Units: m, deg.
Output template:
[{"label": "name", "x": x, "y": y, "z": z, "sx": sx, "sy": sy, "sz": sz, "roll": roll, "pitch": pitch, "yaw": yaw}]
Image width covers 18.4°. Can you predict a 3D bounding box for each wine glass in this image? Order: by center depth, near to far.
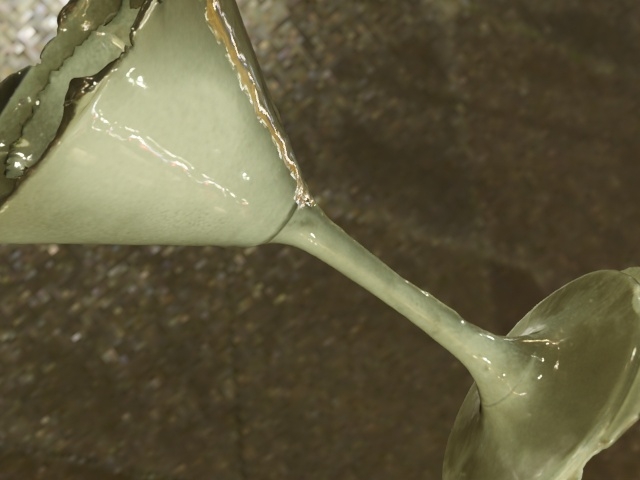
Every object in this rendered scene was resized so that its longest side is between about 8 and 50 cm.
[{"label": "wine glass", "x": 0.000, "y": 0.000, "z": 0.696, "sx": 0.232, "sy": 0.156, "sz": 0.156, "roll": 35, "pitch": 45, "yaw": -18}]
